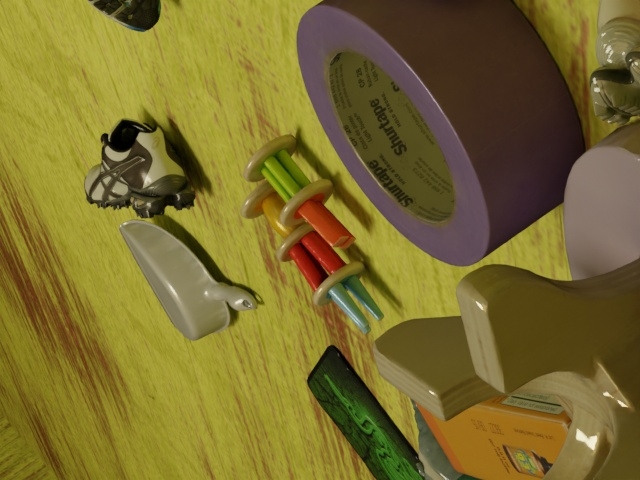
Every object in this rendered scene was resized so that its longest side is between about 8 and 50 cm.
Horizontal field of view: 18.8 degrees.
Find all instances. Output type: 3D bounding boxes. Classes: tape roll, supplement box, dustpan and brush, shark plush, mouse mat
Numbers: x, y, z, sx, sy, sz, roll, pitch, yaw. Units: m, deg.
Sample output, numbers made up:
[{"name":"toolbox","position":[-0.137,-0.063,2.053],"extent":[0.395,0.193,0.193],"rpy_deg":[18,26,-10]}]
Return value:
[{"name":"tape roll","position":[0.072,-0.083,1.206],"extent":[0.189,0.080,0.189],"rpy_deg":[48,159,25]},{"name":"supplement box","position":[0.156,0.127,1.360],"extent":[0.078,0.080,0.233],"rpy_deg":[60,163,-14]},{"name":"dustpan and brush","position":[-0.123,0.051,1.978],"extent":[0.147,0.060,0.211],"rpy_deg":[62,167,-23]},{"name":"shark plush","position":[0.120,0.179,1.623],"extent":[0.067,0.073,0.161],"rpy_deg":[-55,48,50]},{"name":"mouse mat","position":[0.053,0.191,1.837],"extent":[0.190,0.007,0.152],"rpy_deg":[52,161,9]}]

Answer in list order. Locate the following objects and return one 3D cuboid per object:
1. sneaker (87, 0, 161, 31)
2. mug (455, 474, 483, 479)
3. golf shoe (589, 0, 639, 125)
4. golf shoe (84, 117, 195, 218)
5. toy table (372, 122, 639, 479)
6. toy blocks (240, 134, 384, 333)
[{"name":"sneaker","position":[-0.179,-0.228,1.649],"extent":[0.162,0.063,0.073],"rpy_deg":[48,178,35]},{"name":"mug","position":[0.153,0.213,1.475],"extent":[0.158,0.097,0.129],"rpy_deg":[42,158,37]},{"name":"golf shoe","position":[0.191,-0.084,0.867],"extent":[0.069,0.176,0.086],"rpy_deg":[-22,63,42]},{"name":"golf shoe","position":[-0.181,-0.077,1.884],"extent":[0.198,0.077,0.094],"rpy_deg":[8,116,60]},{"name":"toy table","position":[0.167,0.083,1.118],"extent":[0.252,0.161,0.274],"rpy_deg":[25,144,54]},{"name":"toy blocks","position":[0.000,0.000,1.566],"extent":[0.148,0.054,0.123],"rpy_deg":[50,161,17]}]
